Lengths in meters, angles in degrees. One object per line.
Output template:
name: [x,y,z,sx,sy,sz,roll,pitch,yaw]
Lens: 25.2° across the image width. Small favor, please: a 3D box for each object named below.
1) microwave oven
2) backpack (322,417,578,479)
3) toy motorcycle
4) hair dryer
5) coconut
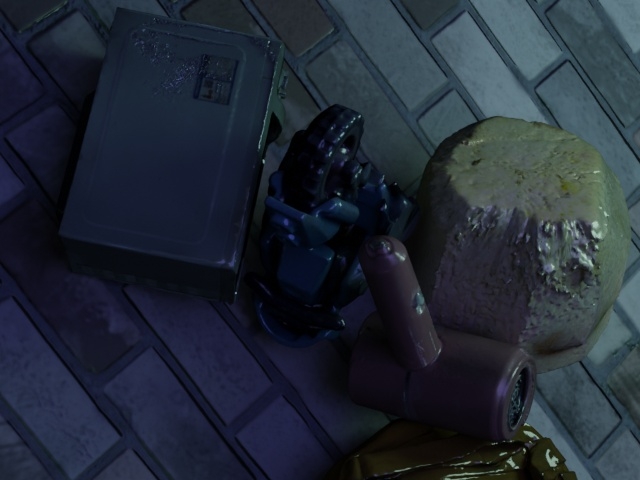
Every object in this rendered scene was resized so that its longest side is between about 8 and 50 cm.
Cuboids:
microwave oven: [-0.174,-0.097,1.730,0.238,0.181,0.295,11,73,0]
backpack: [0.169,0.389,1.813,0.378,0.201,0.353,-15,77,-32]
toy motorcycle: [0.000,0.000,1.722,0.172,0.416,0.232,27,76,11]
hair dryer: [0.123,0.108,1.694,0.125,0.210,0.352,-64,152,-26]
coconut: [0.250,0.028,1.883,0.298,0.309,0.297,4,41,-3]
